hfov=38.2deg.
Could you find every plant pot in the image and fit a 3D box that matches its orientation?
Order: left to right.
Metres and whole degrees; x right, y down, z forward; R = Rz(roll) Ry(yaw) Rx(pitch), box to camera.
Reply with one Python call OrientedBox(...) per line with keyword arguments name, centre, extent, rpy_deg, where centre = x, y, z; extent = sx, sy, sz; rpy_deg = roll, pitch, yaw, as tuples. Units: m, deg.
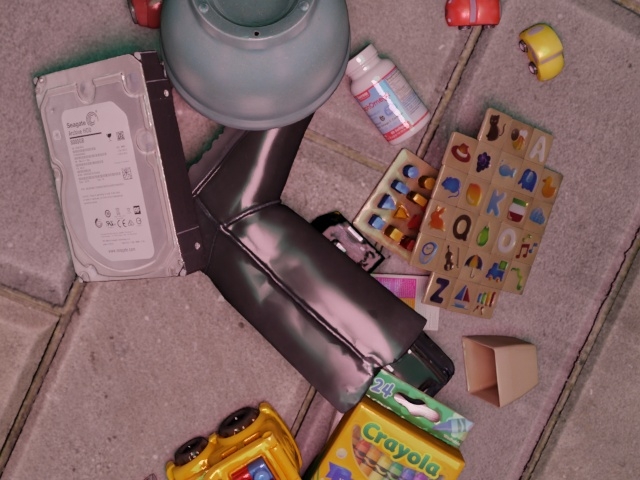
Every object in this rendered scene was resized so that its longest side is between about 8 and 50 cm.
OrientedBox(name="plant pot", centre=(-0.094, -0.327, 1.322), extent=(0.293, 0.196, 0.293), rpy_deg=(1, 79, -3))
OrientedBox(name="plant pot", centre=(0.325, 0.222, 1.636), extent=(0.096, 0.109, 0.109), rpy_deg=(-11, 100, -20))

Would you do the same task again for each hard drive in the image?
OrientedBox(name="hard drive", centre=(-0.314, -0.106, 1.430), extent=(0.237, 0.064, 0.339), rpy_deg=(-4, 100, 32))

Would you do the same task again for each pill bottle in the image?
OrientedBox(name="pill bottle", centre=(0.106, -0.244, 1.538), extent=(0.087, 0.087, 0.160), rpy_deg=(-39, 101, -2))

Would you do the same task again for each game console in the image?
OrientedBox(name="game console", centre=(0.067, 0.138, 1.575), extent=(0.213, 0.044, 0.361), rpy_deg=(-44, 90, 1))

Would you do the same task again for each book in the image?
OrientedBox(name="book", centre=(0.139, 0.106, 1.622), extent=(0.144, 0.035, 0.096), rpy_deg=(4, 94, -10))

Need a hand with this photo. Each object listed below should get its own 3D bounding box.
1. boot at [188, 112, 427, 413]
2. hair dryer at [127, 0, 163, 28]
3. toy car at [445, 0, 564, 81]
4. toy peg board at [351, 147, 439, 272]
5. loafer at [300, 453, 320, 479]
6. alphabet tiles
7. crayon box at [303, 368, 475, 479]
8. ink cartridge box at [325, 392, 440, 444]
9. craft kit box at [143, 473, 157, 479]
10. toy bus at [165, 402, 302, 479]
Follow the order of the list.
OrientedBox(name="boot", centre=(-0.001, 0.001, 1.473), extent=(0.445, 0.146, 0.367), rpy_deg=(45, 101, 5))
OrientedBox(name="hair dryer", centre=(-0.255, -0.447, 1.453), extent=(0.293, 0.080, 0.223), rpy_deg=(23, 93, -12))
OrientedBox(name="toy car", centre=(0.359, -0.416, 1.572), extent=(0.239, 0.053, 0.225), rpy_deg=(29, 93, -12))
OrientedBox(name="toy peg board", centre=(0.168, -0.047, 1.581), extent=(0.161, 0.079, 0.161), rpy_deg=(34, 91, -12))
OrientedBox(name="loafer", centre=(0.076, 0.432, 1.632), extent=(0.220, 0.080, 0.078), rpy_deg=(16, 92, -10))
OrientedBox(name="alphabet tiles", centre=(0.287, -0.039, 1.574), extent=(0.285, 0.011, 0.342), rpy_deg=(15, 96, -37))
OrientedBox(name="crayon box", centre=(0.093, 0.398, 1.528), extent=(0.203, 0.083, 0.323), rpy_deg=(30, 94, -2))
OrientedBox(name="ink cartridge box", centre=(0.096, 0.371, 1.609), extent=(0.181, 0.056, 0.224), rpy_deg=(19, 88, 0))
OrientedBox(name="craft kit box", centre=(-0.318, 0.576, 1.604), extent=(0.250, 0.061, 0.246), rpy_deg=(-37, 99, -3))
OrientedBox(name="toy bus", centre=(-0.137, 0.400, 1.528), extent=(0.220, 0.211, 0.149), rpy_deg=(-30, 103, -3))
